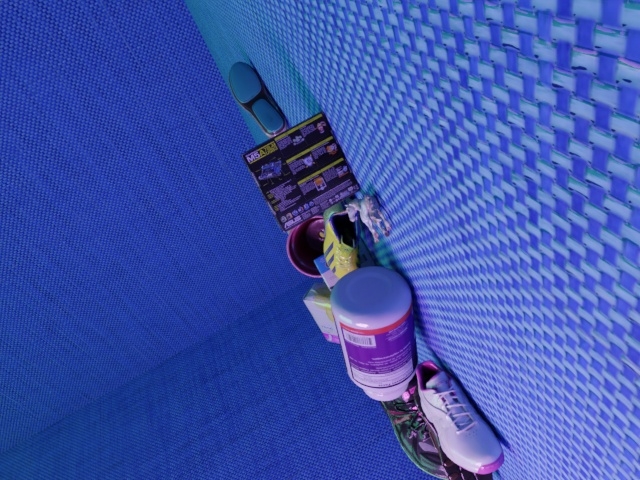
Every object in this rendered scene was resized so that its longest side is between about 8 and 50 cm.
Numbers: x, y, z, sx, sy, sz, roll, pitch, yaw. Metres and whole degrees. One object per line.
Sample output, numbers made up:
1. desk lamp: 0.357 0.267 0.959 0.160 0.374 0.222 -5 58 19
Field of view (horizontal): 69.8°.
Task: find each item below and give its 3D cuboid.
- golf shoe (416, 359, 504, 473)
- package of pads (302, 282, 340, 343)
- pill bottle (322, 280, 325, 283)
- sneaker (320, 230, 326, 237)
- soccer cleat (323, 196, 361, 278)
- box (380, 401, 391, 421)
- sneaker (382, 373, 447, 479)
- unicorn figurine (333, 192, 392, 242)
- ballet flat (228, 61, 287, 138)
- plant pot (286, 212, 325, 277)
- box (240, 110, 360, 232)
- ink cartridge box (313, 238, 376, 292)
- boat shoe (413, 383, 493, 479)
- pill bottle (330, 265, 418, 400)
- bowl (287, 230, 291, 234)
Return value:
1. golf shoe: 0.294 0.387 1.037 0.140 0.115 0.306 66 173 -18
2. package of pads: 0.101 0.257 1.555 0.296 0.101 0.229 1 129 41
3. pill bottle: 0.061 0.179 1.784 0.112 0.111 0.187 64 -148 -35
4. sneaker: -0.046 -0.068 1.746 0.385 0.147 0.145 63 177 -1
5. soccer cleat: 0.058 0.011 1.147 0.121 0.093 0.289 -113 11 -51
6. box: 0.293 0.563 1.736 0.169 0.166 0.203 57 174 37
7. sneaker: 0.299 0.544 1.487 0.483 0.185 0.202 51 165 36
8. unicorn figurine: 0.095 -0.051 0.926 0.111 0.060 0.162 60 159 13
9. ballet flat: -0.203 -0.442 1.500 0.316 0.107 0.106 61 -177 18
10. plant pot: 0.000 0.000 1.501 0.202 0.201 0.180 61 -169 -9
11. box: -0.039 -0.141 0.953 0.184 0.190 0.045 61 175 -13
12. ink cartridge box: 0.092 0.110 1.304 0.203 0.148 0.086 61 175 3
13. boat shoe: 0.357 0.527 1.240 0.120 0.122 0.324 58 -170 -74
14. pill bottle: 0.135 0.231 1.087 0.182 0.181 0.323 -125 17 -52
15. bowl: -0.117 -0.151 1.965 0.290 0.155 0.289 61 175 9
